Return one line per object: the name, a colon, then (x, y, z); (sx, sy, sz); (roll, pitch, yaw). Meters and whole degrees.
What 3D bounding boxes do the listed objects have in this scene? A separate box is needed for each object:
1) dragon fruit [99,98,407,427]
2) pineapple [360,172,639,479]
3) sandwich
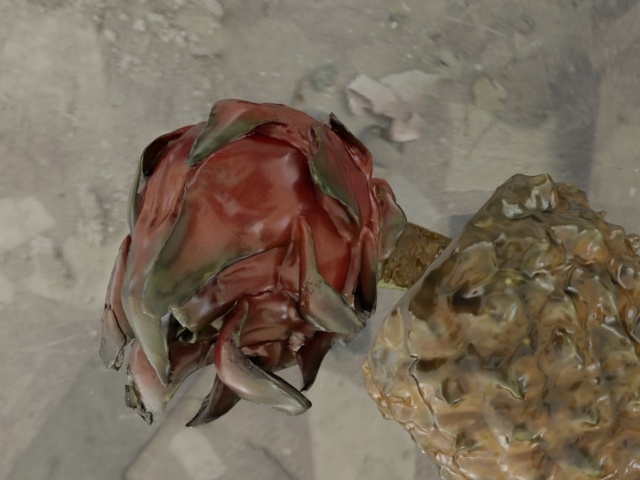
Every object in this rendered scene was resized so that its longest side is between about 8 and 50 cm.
dragon fruit: (-0.030, 0.006, 0.501); (0.121, 0.142, 0.130); (21, 131, 6)
pineapple: (0.183, 0.122, 0.595); (0.340, 0.169, 0.169); (42, 103, 3)
sandwich: (0.000, 0.000, 1.037); (0.186, 0.214, 0.065); (8, 86, 29)
